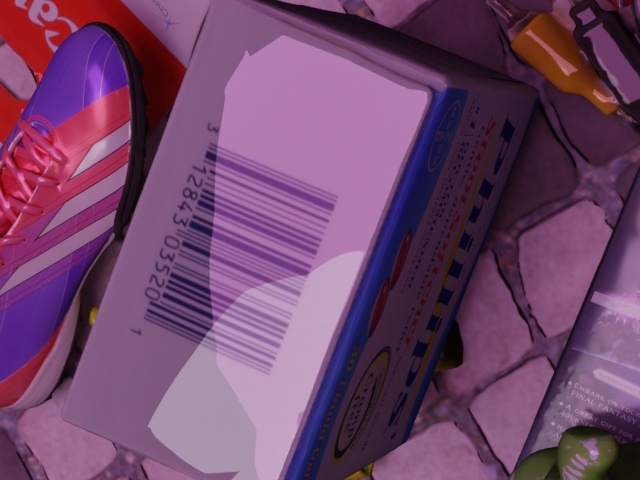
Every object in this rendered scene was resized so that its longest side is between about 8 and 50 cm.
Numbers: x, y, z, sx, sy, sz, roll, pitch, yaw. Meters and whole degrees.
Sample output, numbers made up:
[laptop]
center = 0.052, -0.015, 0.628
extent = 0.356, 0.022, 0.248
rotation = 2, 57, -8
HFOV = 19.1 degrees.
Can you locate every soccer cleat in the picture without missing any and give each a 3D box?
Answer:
[soccer cleat]
center = -0.216, -0.010, 1.368
extent = 0.108, 0.116, 0.318
rotation = 45, 123, 39

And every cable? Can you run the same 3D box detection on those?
[cable]
center = 0.235, -0.079, 1.236
extent = 0.139, 0.072, 0.287
rotation = -32, 91, 10

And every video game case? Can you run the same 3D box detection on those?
[video game case]
center = 0.252, 0.112, 1.270
extent = 0.196, 0.026, 0.274
rotation = 25, 103, 19

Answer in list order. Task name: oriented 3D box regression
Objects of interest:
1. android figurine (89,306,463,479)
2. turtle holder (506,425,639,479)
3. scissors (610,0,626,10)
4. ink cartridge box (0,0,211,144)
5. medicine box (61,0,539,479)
[android figurine]
center = -0.039, 0.058, 1.371
extent = 0.273, 0.056, 0.248
rotation = -12, 90, 21
[turtle holder]
center = 0.231, 0.214, 1.140
extent = 0.320, 0.243, 0.227
rotation = -3, 94, 14
[scissors]
center = 0.311, -0.107, 1.228
extent = 0.297, 0.021, 0.109
rotation = 44, 109, 14
[ink cartridge box]
center = -0.182, -0.254, 1.383
extent = 0.308, 0.091, 0.385
rotation = 46, 108, 13
[medicine box]
center = 0.000, 0.000, 1.172
extent = 0.149, 0.289, 0.263
rotation = 23, 100, 15
